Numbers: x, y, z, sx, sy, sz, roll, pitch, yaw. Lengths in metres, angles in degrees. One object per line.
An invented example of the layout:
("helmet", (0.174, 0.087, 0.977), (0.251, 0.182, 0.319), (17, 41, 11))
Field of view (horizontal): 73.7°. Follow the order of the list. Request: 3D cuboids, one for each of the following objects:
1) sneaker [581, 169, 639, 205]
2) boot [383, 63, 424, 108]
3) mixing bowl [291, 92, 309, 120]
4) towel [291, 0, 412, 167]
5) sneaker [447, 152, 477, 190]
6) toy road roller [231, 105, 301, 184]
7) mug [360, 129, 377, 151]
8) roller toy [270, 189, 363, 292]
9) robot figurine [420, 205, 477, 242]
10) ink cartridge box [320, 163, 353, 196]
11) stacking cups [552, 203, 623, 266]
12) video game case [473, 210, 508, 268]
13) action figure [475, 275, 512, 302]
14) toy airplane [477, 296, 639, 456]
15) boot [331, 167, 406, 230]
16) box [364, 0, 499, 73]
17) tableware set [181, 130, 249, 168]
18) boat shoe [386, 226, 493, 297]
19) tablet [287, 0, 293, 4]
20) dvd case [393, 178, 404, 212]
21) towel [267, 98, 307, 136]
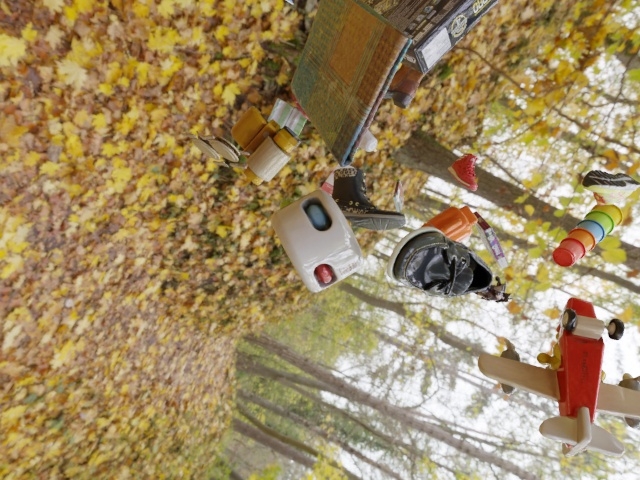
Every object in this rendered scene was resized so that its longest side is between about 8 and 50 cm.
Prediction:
("sneaker", (0.799, -0.137, 1.195), (0.081, 0.208, 0.094), (-113, -145, -43))
("boot", (0.349, -0.772, 1.925), (0.280, 0.264, 0.096), (-60, 161, 0))
("mixing bowl", (-0.024, -0.589, 1.801), (0.098, 0.181, 0.181), (-33, -164, 28))
("towel", (0.040, -0.361, 0.907), (0.271, 0.040, 0.370), (-63, -144, 33))
("sneaker", (0.660, -0.320, 1.911), (0.128, 0.087, 0.221), (-55, -149, 23))
("toy road roller", (-0.233, -0.381, 1.658), (0.202, 0.240, 0.329), (-44, -165, 16))
("mug", (0.158, -0.322, 1.394), (0.078, 0.064, 0.062), (-7, 133, -36))
("roller toy", (0.000, 0.000, 0.895), (0.146, 0.209, 0.191), (-28, -169, -3))
("robot figurine", (0.443, -0.034, 1.513), (0.219, 0.128, 0.158), (-32, -153, -3))
("ink cartridge box", (0.080, -0.247, 1.780), (0.198, 0.067, 0.115), (-55, 166, -17))
("stacking cups", (0.819, -0.012, 1.307), (0.316, 0.096, 0.096), (-33, 156, -32))
("video game case", (0.774, -0.008, 1.966), (0.042, 0.210, 0.232), (-27, -162, 13))
("action figure", (0.622, 0.173, 1.666), (0.185, 0.285, 0.099), (-29, -139, 62))
("toy airplane", (0.704, 0.403, 1.198), (0.384, 0.386, 0.272), (-31, 157, -4))
("boot", (0.136, -0.126, 1.258), (0.085, 0.236, 0.178), (73, 23, -65))
("box", (0.306, -0.662, 1.144), (0.395, 0.318, 0.097), (-45, 142, 3))
("tableware set", (-0.269, -0.247, 1.119), (0.128, 0.194, 0.039), (43, 74, -39))
("boat shoe", (0.257, 0.062, 0.857), (0.340, 0.113, 0.127), (19, 102, -52))
("tablet", (-0.137, -0.975, 1.687), (0.006, 0.083, 0.054), (-28, 168, 33))
("dvd case", (0.301, -0.167, 1.640), (0.119, 0.013, 0.087), (-70, 147, -45))
("towel", (-0.141, -0.527, 1.843), (0.113, 0.152, 0.023), (-58, -170, 28))
